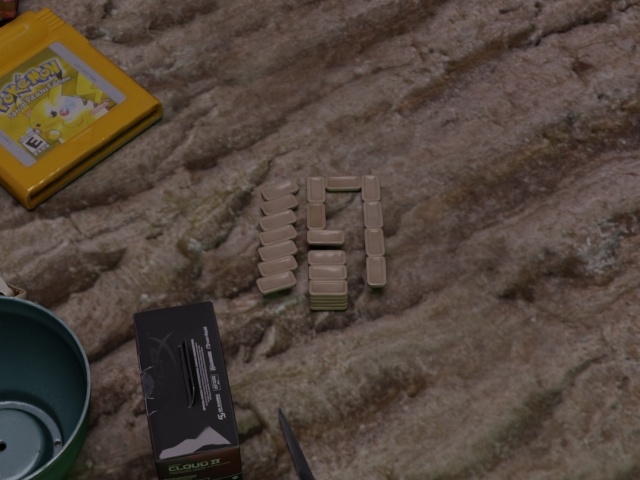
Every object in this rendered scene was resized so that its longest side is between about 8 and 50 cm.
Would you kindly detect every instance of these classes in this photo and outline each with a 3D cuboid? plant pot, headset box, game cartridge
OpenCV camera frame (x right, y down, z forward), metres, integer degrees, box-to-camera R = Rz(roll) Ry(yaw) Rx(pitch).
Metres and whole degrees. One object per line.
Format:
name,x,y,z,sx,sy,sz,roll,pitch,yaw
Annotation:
plant pot,-0.442,0.248,1.813,0.293,0.196,0.293,0,56,0
headset box,-0.170,0.234,1.770,0.110,0.293,0.218,-9,56,-7
game cartridge,-0.470,-0.231,2.227,0.285,0.052,0.324,-39,65,-24

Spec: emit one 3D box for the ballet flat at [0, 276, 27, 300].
ballet flat,-0.538,0.053,2.011,0.248,0.086,0.086,26,59,15

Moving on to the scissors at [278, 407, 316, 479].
scissors,0.001,0.357,1.857,0.109,0.021,0.297,2,48,-10

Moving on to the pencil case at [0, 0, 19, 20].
pencil case,-0.708,-0.420,2.289,0.386,0.160,0.167,-14,14,-10

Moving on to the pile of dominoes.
pile of dominoes,0.000,0.000,2.102,0.196,0.040,0.251,0,47,-1
